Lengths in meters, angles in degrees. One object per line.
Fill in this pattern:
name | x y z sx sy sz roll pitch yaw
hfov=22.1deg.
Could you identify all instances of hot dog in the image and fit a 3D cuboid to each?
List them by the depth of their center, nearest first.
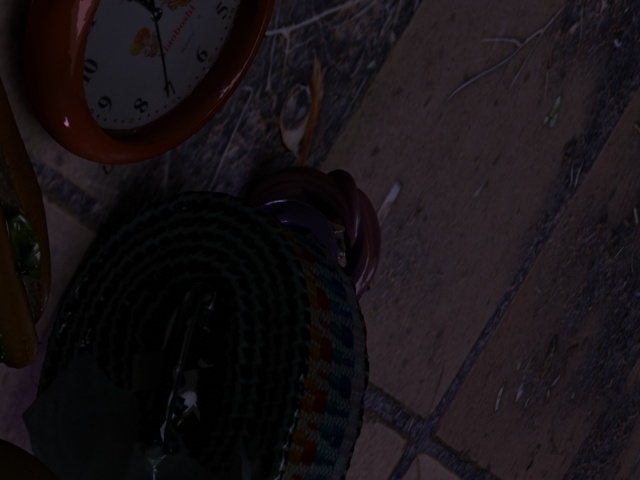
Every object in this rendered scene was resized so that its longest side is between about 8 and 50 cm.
hot dog | -0.206 -0.020 0.956 0.100 0.068 0.249 -41 145 -30

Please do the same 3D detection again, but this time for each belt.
belt | -0.081 0.102 1.121 0.150 0.207 0.257 29 73 -61

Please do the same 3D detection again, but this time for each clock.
clock | -0.104 -0.143 1.028 0.205 0.051 0.205 -38 144 -34

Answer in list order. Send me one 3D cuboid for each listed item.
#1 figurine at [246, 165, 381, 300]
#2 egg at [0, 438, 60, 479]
figurine | -0.007 -0.007 1.267 0.126 0.114 0.157 -34 -169 21
egg | -0.256 0.252 0.926 0.322 0.250 0.250 -53 151 -28
